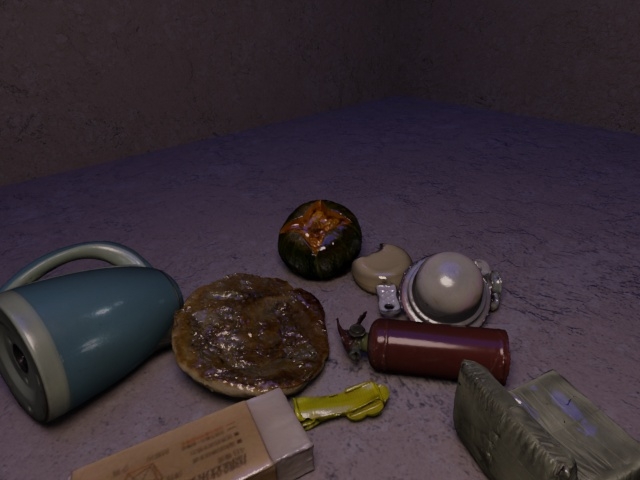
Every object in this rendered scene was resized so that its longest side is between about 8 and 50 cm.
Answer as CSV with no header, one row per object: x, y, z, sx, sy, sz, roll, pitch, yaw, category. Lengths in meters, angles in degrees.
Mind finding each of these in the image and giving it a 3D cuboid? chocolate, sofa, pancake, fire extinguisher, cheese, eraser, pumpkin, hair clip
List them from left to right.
-0.190,0.356,0.669,0.344,0.078,0.144,-16,32,-22,eraser
-0.141,0.187,0.924,0.357,0.065,0.356,10,33,-7,pancake
0.001,0.001,1.193,0.238,0.159,0.237,-5,54,7,pumpkin
0.040,0.295,0.778,0.173,0.046,0.072,-12,33,-10,hair clip
0.178,0.095,1.091,0.164,0.070,0.248,-13,30,-14,cheese
0.188,0.200,0.871,0.338,0.106,0.147,4,24,13,fire extinguisher
0.280,0.095,0.925,0.222,0.147,0.221,0,66,0,chocolate
0.342,0.272,0.646,0.226,0.175,0.210,-13,30,-15,sofa

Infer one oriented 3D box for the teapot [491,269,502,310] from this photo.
0.323,0.120,1.026,0.201,0.077,0.107,-4,49,2,teapot

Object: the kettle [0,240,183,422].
-0.464,0.136,0.898,0.319,0.247,0.342,50,40,10,kettle
